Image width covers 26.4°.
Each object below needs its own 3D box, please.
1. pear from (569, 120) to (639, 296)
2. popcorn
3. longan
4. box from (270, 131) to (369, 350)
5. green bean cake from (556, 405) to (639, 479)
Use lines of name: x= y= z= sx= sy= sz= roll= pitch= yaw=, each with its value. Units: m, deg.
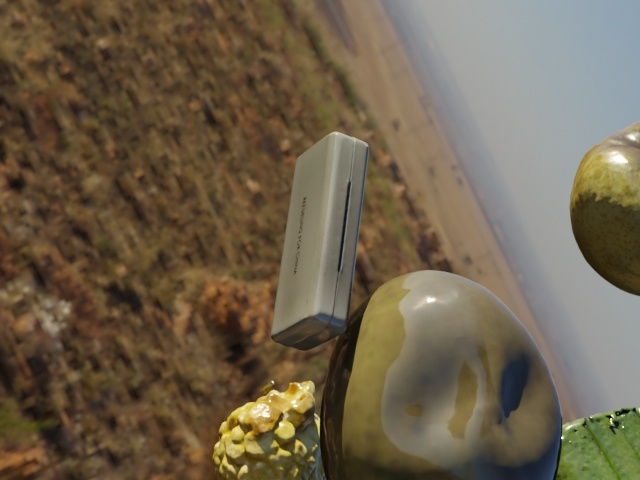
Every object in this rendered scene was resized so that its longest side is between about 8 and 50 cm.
pear: x=0.285 y=-0.031 z=1.104 sx=0.167 sy=0.167 sz=0.137 roll=-93 pitch=162 yaw=-70
popcorn: x=-0.056 y=0.266 z=1.749 sx=0.170 sy=0.180 sz=0.180 roll=61 pitch=7 yaw=15
longan: x=0.133 y=0.209 z=1.551 sx=0.288 sy=0.288 sz=0.350 roll=32 pitch=53 yaw=-75
box: x=0.000 y=0.000 z=1.562 sx=0.055 sy=0.103 sz=0.244 roll=21 pitch=60 yaw=-26
green bean cake: x=0.392 y=0.400 z=1.943 sx=0.335 sy=0.319 sz=0.218 roll=-8 pitch=56 yaw=-37
